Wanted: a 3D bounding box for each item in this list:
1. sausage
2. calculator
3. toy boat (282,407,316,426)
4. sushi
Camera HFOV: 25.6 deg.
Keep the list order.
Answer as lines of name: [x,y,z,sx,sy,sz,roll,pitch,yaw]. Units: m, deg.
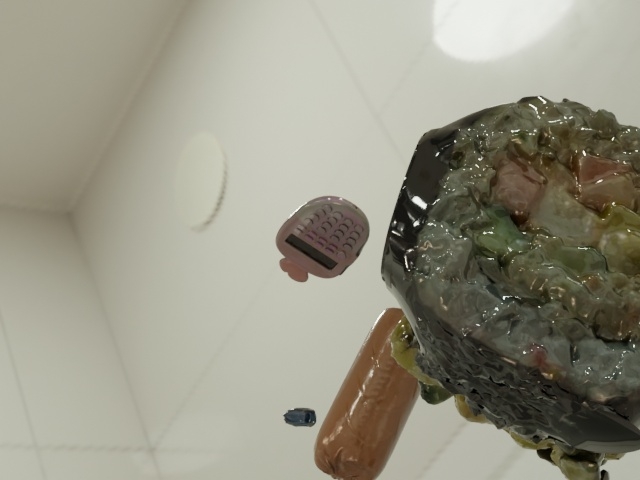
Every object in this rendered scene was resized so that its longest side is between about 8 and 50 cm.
sausage: [0.092,0.249,2.252,0.304,0.121,0.121,-62,-27,-29]
calculator: [0.000,0.000,1.806,0.103,0.024,0.166,33,-45,-11]
toy boat: [-0.035,0.314,2.493,0.038,0.038,0.083,13,-11,-39]
sushi: [0.214,0.058,1.413,0.328,0.328,0.285,19,-30,1]
